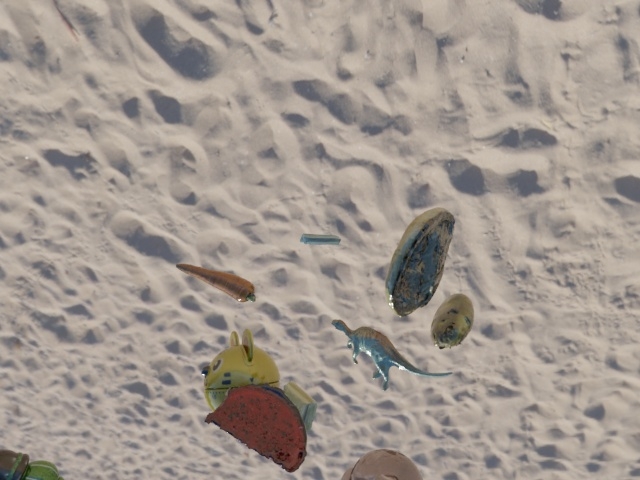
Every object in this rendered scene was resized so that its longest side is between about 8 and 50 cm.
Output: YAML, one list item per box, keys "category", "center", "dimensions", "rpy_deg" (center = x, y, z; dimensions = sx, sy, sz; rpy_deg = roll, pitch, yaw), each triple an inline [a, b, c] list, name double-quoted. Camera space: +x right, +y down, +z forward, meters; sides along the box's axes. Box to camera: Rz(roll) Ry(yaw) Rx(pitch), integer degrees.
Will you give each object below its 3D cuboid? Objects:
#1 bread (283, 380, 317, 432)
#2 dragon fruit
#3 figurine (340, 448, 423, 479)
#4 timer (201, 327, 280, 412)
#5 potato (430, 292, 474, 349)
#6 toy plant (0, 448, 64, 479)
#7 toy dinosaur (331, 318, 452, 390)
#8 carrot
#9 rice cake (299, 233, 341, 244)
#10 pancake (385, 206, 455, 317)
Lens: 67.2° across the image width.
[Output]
- category: "bread"
  center: [-0.090, 0.655, 1.897]
  dimensions: [0.060, 0.140, 0.178]
  rpy_deg: [10, -175, -38]
- category: "dragon fruit"
  center: [-0.187, 0.617, 1.620]
  dimensions: [0.343, 0.282, 0.100]
  rpy_deg: [28, 124, 10]
- category: "figurine"
  center: [0.109, 0.409, 0.793]
  dimensions: [0.125, 0.125, 0.138]
  rpy_deg: [43, 145, -25]
- category: "timer"
  center: [-0.355, 0.590, 2.143]
  dimensions: [0.376, 0.387, 0.376]
  rpy_deg: [-6, 171, -1]
- category: "potato"
  center: [0.508, 0.320, 1.852]
  dimensions: [0.141, 0.296, 0.192]
  rpy_deg: [41, 121, 8]
- category: "toy plant"
  center: [-0.638, 0.510, 1.034]
  dimensions: [0.162, 0.093, 0.093]
  rpy_deg: [32, 130, -25]
- category: "toy dinosaur"
  center: [0.197, 0.362, 1.463]
  dimensions: [0.392, 0.092, 0.206]
  rpy_deg: [11, 117, 38]
- category: "carrot"
  center: [-0.275, 0.100, 1.274]
  dimensions: [0.256, 0.061, 0.061]
  rpy_deg: [22, 135, 19]
- category: "rice cake"
  center: [0.000, 0.000, 1.700]
  dimensions: [0.180, 0.030, 0.042]
  rpy_deg: [2, 127, -44]
- category: "pancake"
  center: [0.326, 0.070, 1.560]
  dimensions: [0.082, 0.387, 0.387]
  rpy_deg: [26, 143, 36]
